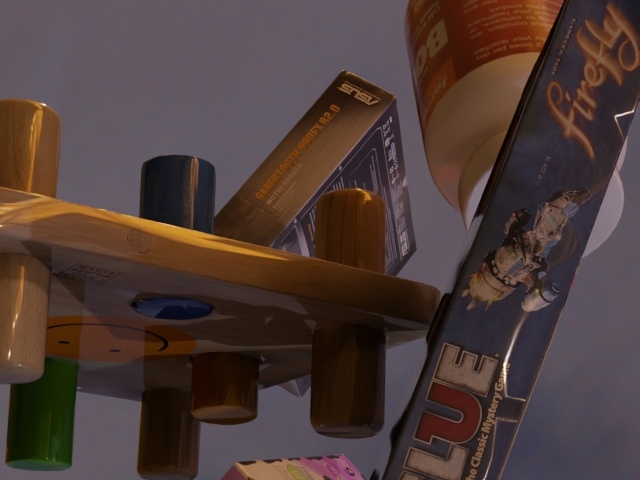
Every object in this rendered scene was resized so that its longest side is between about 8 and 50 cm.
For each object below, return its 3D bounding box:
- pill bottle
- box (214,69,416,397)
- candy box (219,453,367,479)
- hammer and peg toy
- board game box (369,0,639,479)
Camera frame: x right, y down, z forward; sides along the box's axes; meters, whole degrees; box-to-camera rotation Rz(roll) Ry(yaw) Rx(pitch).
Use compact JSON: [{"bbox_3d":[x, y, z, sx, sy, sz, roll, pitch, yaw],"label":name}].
[{"bbox_3d":[0.119,-0.085,0.914,0.121,0.121,0.216,-43,-151,27],"label":"pill bottle"},{"bbox_3d":[0.000,0.000,1.230,0.056,0.231,0.183,30,-113,25],"label":"box"},{"bbox_3d":[0.012,0.238,1.080,0.165,0.196,0.070,45,-78,21],"label":"candy box"},{"bbox_3d":[-0.151,0.030,0.727,0.266,0.361,0.127,-23,-120,51],"label":"hammer and peg toy"},{"bbox_3d":[0.076,0.022,0.636,0.165,0.042,0.243,94,18,-78],"label":"board game box"}]
